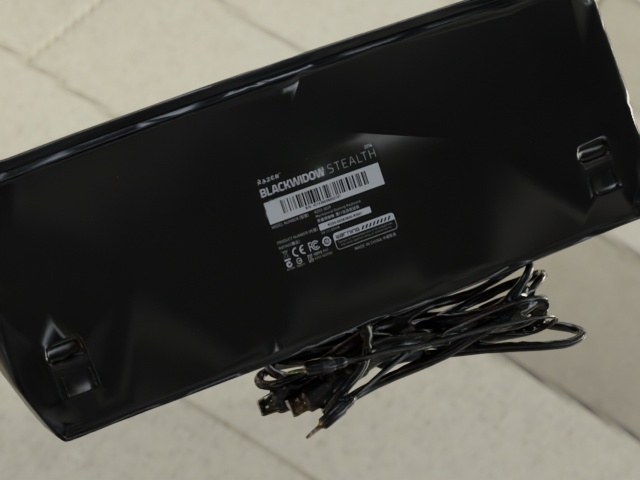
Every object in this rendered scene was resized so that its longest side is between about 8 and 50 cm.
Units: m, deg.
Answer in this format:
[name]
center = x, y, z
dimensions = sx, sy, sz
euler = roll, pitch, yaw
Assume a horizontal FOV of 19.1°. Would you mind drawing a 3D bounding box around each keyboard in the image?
[keyboard]
center = 0.000, 0.000, 0.516
dimensions = 0.192, 0.038, 0.100
euler = -20, 95, -17
